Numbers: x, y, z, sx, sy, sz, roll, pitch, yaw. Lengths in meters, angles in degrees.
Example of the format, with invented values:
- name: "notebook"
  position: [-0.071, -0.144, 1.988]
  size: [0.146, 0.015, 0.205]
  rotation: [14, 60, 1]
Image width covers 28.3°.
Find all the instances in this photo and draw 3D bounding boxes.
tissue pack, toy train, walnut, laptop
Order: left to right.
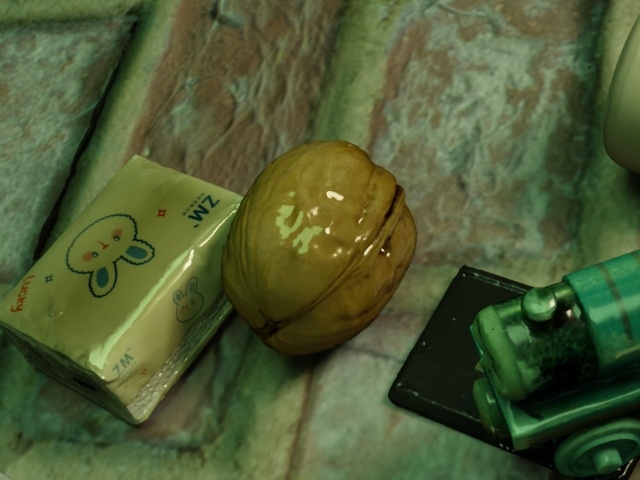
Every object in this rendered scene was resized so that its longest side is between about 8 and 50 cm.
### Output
- name: "tissue pack"
  position: [-0.153, 0.034, 1.058]
  size: [0.148, 0.092, 0.196]
  rotation: [22, 61, 34]
- name: "walnut"
  position: [0.000, 0.000, 0.996]
  size: [0.144, 0.144, 0.180]
  rotation: [16, 48, 31]
- name: "laptop"
  position: [0.159, 0.096, 0.938]
  size: [0.197, 0.016, 0.135]
  rotation: [18, 61, 32]
- name: "toy train"
  position: [0.239, 0.047, 0.816]
  size: [0.298, 0.194, 0.120]
  rotation: [-19, 55, 1]

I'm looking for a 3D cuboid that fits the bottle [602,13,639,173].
- name: "bottle"
  position: [0.345, -0.091, 0.945]
  size: [0.236, 0.147, 0.147]
  rotation: [23, 63, 25]

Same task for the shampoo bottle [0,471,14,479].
- name: "shampoo bottle"
  position: [-0.214, 0.286, 0.755]
  size: [0.273, 0.266, 0.273]
  rotation: [-11, 48, 12]
